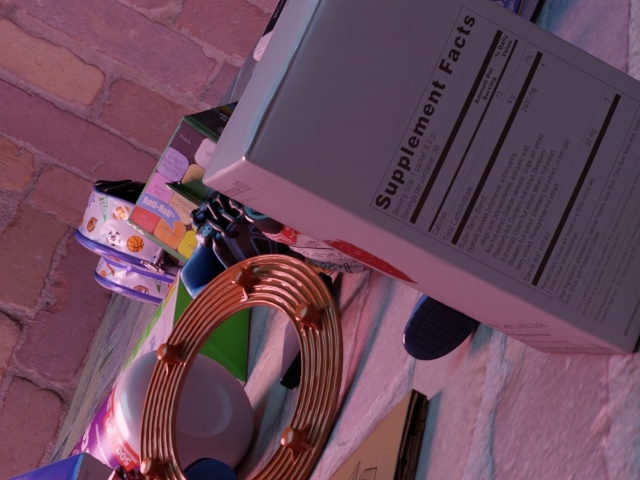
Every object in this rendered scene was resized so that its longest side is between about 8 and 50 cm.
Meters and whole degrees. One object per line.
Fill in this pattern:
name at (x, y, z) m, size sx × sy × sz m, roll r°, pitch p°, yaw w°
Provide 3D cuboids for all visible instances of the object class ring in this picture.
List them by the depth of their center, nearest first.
ring at (-0.100, 0.171, 1.869) m, size 0.336 × 0.032 × 0.336 m, roll -28°, pitch 50°, yaw 39°

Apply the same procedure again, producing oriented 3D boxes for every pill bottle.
pill bottle at (-0.224, 0.290, 2.151) m, size 0.323 × 0.181 × 0.181 m, roll -54°, pitch 14°, yaw 42°

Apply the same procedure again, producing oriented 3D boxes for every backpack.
backpack at (-0.294, 0.001, 2.947) m, size 0.213 × 0.263 × 0.276 m, roll -64°, pitch 12°, yaw -3°

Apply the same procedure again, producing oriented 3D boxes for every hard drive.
hard drive at (-0.016, 0.107, 2.027) m, size 0.094 × 0.022 × 0.135 m, roll -59°, pitch 12°, yaw 23°

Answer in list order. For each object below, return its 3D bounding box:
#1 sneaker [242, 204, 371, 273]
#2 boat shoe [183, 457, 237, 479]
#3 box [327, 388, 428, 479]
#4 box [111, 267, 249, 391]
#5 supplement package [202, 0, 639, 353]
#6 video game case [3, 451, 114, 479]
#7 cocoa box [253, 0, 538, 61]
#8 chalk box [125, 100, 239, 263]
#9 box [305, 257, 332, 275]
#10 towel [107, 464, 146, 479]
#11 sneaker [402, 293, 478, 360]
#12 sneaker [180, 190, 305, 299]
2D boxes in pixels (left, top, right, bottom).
sneaker at (0.062, -0.031, 1.805) m, size 0.270 × 0.145 × 0.090 m, roll -7°, pitch 63°, yaw 35°
boat shoe at (-0.179, 0.370, 1.957) m, size 0.258 × 0.109 × 0.089 m, roll -63°, pitch 11°, yaw -10°
box at (0.029, 0.247, 1.494) m, size 0.201 × 0.021 × 0.164 m, roll -53°, pitch 15°, yaw 43°
box at (-0.206, 0.208, 2.423) m, size 0.231 × 0.127 × 0.262 m, roll -57°, pitch 13°, yaw 20°
supplement package at (0.093, -0.058, 1.181) m, size 0.175 × 0.293 × 0.177 m, roll -65°, pitch 10°, yaw -8°
video game case at (-0.239, 0.327, 1.770) m, size 0.269 × 0.244 × 0.061 m, roll -23°, pitch 42°, yaw 43°
cocoa box at (0.117, -0.311, 1.835) m, size 0.347 × 0.228 × 0.231 m, roll -65°, pitch 11°, yaw -6°
chalk box at (-0.125, -0.059, 2.275) m, size 0.179 × 0.180 × 0.289 m, roll -59°, pitch -11°, yaw 20°
box at (0.000, 0.000, 2.094) m, size 0.324 × 0.067 × 0.063 m, roll -43°, pitch 23°, yaw 59°
towel at (-0.152, 0.368, 1.566) m, size 0.275 × 0.031 × 0.199 m, roll 56°, pitch 134°, yaw 24°
sneaker at (0.118, 0.043, 1.478) m, size 0.144 × 0.053 × 0.059 m, roll -57°, pitch 10°, yaw -10°
sneaker at (-0.069, -0.037, 1.953) m, size 0.125 × 0.140 × 0.341 m, roll 54°, pitch 148°, yaw 28°
